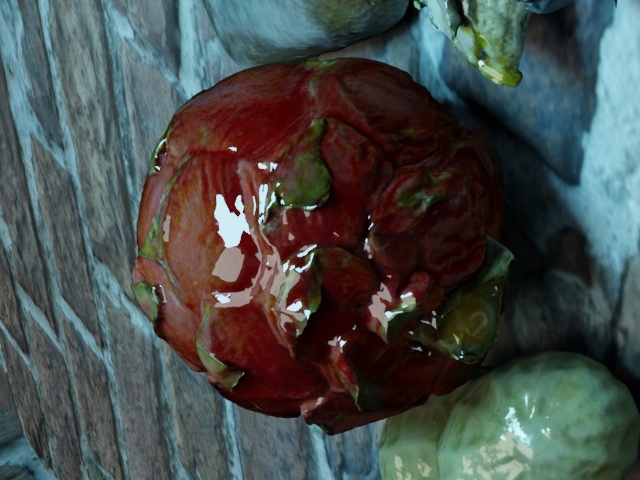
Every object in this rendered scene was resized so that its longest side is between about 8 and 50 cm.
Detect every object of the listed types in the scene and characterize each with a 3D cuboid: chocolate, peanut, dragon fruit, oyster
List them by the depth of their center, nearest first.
[{"bbox_3d":[0.086,-0.209,0.996,0.209,0.072,0.133,-109,6,-47],"label":"oyster"},{"bbox_3d":[0.000,0.000,1.119,0.342,0.277,0.277,15,126,49],"label":"dragon fruit"},{"bbox_3d":[0.131,0.156,1.152,0.120,0.136,0.298,63,158,-1],"label":"peanut"},{"bbox_3d":[-0.038,-0.228,1.208,0.185,0.100,0.303,65,160,-6],"label":"chocolate"}]

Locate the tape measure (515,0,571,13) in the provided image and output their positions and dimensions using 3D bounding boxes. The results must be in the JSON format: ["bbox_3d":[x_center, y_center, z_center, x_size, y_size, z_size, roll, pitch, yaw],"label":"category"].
[{"bbox_3d":[0.148,-0.172,0.862,0.054,0.091,0.094,55,138,9],"label":"tape measure"}]
